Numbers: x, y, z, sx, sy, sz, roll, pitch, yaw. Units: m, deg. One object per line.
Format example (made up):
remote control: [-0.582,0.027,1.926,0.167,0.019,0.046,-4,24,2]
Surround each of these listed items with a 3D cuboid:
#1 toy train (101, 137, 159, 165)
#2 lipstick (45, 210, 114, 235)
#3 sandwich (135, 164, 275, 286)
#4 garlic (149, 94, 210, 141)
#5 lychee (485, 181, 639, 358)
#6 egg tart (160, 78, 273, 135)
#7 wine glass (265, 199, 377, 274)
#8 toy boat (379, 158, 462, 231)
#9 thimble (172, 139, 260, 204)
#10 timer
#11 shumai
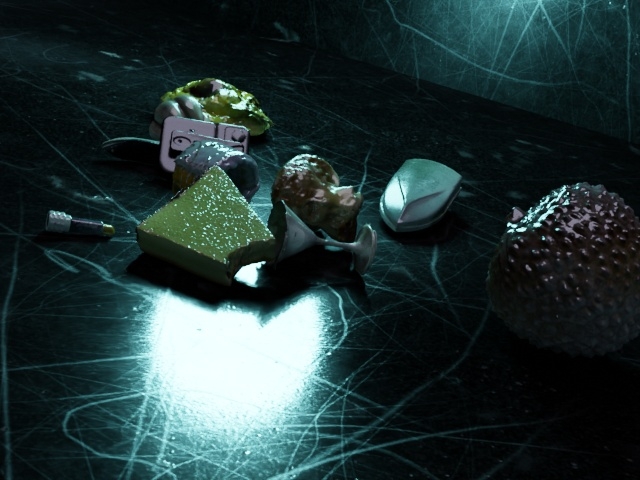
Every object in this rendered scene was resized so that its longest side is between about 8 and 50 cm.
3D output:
toy train: [-0.337,-0.186,2.149,0.252,0.055,0.048,9,15,-11]
lipstick: [-0.406,-0.025,1.718,0.116,0.037,0.037,9,20,-22]
sandwich: [-0.164,-0.022,1.741,0.212,0.063,0.245,22,40,19]
garlic: [-0.300,-0.237,2.244,0.131,0.127,0.194,-36,55,-6]
lychee: [0.416,0.046,1.654,0.300,0.300,0.300,11,20,-4]
egg tart: [-0.253,-0.339,2.523,0.297,0.132,0.297,15,15,-4]
wine glass: [0.000,0.000,1.780,0.183,0.122,0.122,9,20,-22]
toy boat: [0.206,-0.087,2.168,0.141,0.092,0.319,18,28,13]
thimble: [-0.200,-0.120,1.949,0.118,0.127,0.151,23,34,33]
timer: [-0.242,-0.185,2.103,0.187,0.055,0.144,8,65,-11]
shumai: [0.006,-0.071,1.904,0.153,0.161,0.209,19,3,27]
